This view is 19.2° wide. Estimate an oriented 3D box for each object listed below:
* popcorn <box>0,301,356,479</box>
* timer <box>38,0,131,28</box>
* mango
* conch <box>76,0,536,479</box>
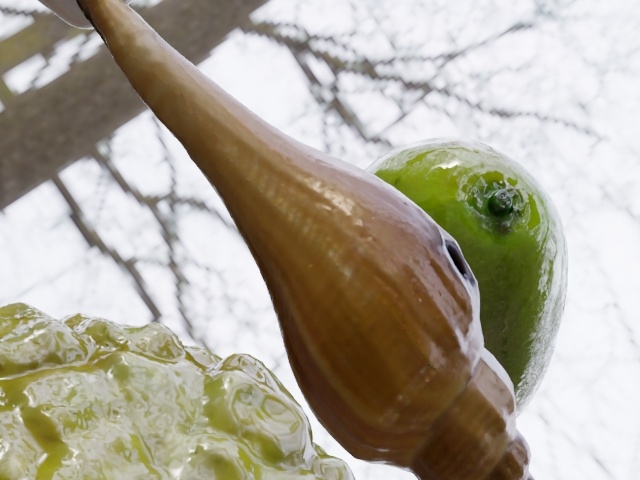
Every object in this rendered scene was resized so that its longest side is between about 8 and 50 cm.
[{"bbox_3d":[-0.096,0.158,0.695,0.237,0.206,0.251,29,-54,-3],"label":"popcorn"},{"bbox_3d":[-0.151,-0.268,1.036,0.192,0.194,0.195,37,11,-42],"label":"timer"},{"bbox_3d":[0.097,0.051,1.500,0.192,0.156,0.343,33,-33,23],"label":"mango"},{"bbox_3d":[0.004,-0.003,0.863,0.093,0.109,0.330,-35,-93,25],"label":"conch"}]
